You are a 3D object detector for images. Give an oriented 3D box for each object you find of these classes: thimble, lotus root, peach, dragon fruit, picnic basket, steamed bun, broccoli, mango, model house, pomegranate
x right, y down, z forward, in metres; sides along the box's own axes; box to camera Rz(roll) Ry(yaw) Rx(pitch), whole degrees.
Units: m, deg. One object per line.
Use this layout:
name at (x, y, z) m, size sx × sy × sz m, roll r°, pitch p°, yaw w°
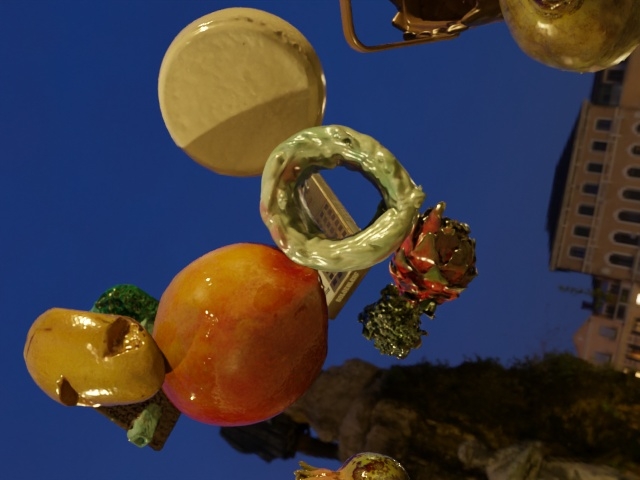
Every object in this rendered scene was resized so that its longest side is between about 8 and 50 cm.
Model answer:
thimble at (0.033, -0.050, 0.875) m, size 0.149 × 0.210 × 0.186 m, roll 14°, pitch -100°, yaw -82°
lotus root at (0.315, -0.298, 0.830) m, size 0.309 × 0.173 × 0.173 m, roll -20°, pitch -62°, yaw -50°
peach at (-0.130, 0.156, 1.142) m, size 0.332 × 0.308 × 0.307 m, roll -45°, pitch -29°, yaw 15°
dragon fruit at (0.226, 0.040, 1.308) m, size 0.188 × 0.182 × 0.182 m, roll -41°, pitch -28°, yaw 16°
picnic basket at (0.172, -0.441, 1.032) m, size 0.320 × 0.291 × 0.254 m, roll -14°, pitch -72°, yaw -16°
steamed bun at (-0.129, -0.253, 1.136) m, size 0.177 × 0.282 × 0.283 m, roll -88°, pitch -3°, yaw -69°
broccoli at (0.221, 0.126, 1.500) m, size 0.304 × 0.145 × 0.165 m, roll -44°, pitch -6°, yaw -33°
mango at (-0.362, 0.188, 1.062) m, size 0.130 × 0.261 × 0.167 m, roll -9°, pitch -83°, yaw -62°
model house at (-0.411, 0.285, 1.420) m, size 0.280 × 0.230 × 0.249 m, roll 40°, pitch -161°, yaw -20°
pomegranate at (0.081, 0.573, 1.458) m, size 0.276 × 0.204 × 0.222 m, roll 31°, pitch -111°, yaw -37°

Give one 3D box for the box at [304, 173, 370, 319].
box at (0.000, 0.001, 1.464) m, size 0.047 × 0.325 × 0.180 m, roll 16°, pitch -62°, yaw -36°
